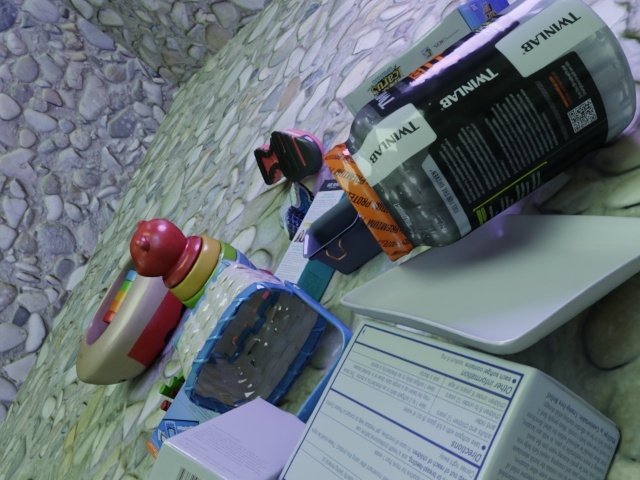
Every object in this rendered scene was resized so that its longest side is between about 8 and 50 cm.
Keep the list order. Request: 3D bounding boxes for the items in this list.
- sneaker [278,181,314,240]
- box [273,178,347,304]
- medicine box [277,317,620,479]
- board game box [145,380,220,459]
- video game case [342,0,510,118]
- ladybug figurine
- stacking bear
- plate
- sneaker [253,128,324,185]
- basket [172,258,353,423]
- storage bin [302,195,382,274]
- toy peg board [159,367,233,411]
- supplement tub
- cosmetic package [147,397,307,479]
[{"bbox_3d":[-0.056,-0.043,1.315,0.083,0.071,0.191,-49,18,27],"label":"sneaker"},{"bbox_3d":[0.000,0.000,1.168,0.100,0.060,0.244,4,63,60],"label":"box"},{"bbox_3d":[0.098,0.253,0.625,0.263,0.149,0.289,7,66,61],"label":"medicine box"},{"bbox_3d":[-0.191,0.357,1.044,0.281,0.027,0.145,24,80,49],"label":"board game box"},{"bbox_3d":[0.195,-0.319,1.080,0.244,0.061,0.269,-33,5,38],"label":"video game case"},{"bbox_3d":[-0.459,0.173,1.611,0.305,0.162,0.449,2,62,60],"label":"ladybug figurine"},{"bbox_3d":[-0.250,0.062,1.253,0.164,0.289,0.175,-46,28,18],"label":"stacking bear"},{"bbox_3d":[0.201,0.042,0.688,0.277,0.045,0.278,-26,16,-25],"label":"plate"},{"bbox_3d":[-0.046,-0.203,1.390,0.136,0.116,0.314,-25,11,-20],"label":"sneaker"},{"bbox_3d":[-0.088,0.175,0.967,0.255,0.201,0.289,-56,40,9],"label":"basket"},{"bbox_3d":[0.048,0.000,1.056,0.135,0.091,0.098,-38,32,32],"label":"storage bin"},{"bbox_3d":[-0.253,0.319,1.202,0.161,0.079,0.161,-41,30,27],"label":"toy peg board"},{"bbox_3d":[0.184,-0.132,0.771,0.338,0.207,0.207,-34,30,4],"label":"supplement tub"},{"bbox_3d":[-0.094,0.273,0.754,0.117,0.231,0.086,25,96,22],"label":"cosmetic package"}]
